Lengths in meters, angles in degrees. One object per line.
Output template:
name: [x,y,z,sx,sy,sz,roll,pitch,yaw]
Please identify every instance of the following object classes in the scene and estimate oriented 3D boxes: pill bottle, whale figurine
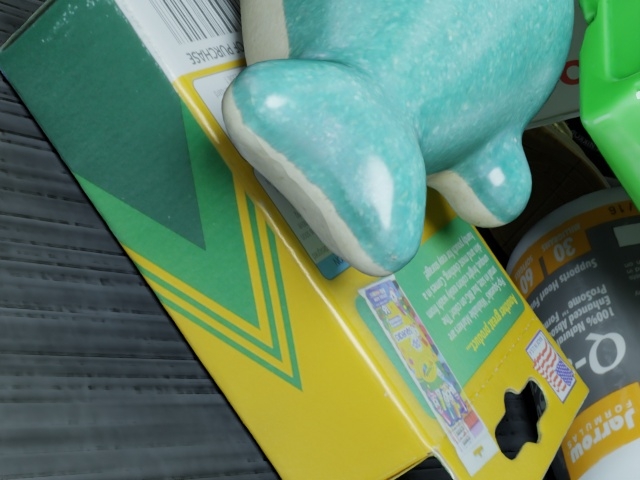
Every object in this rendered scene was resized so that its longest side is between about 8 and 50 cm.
pill bottle: [0.224,0.111,0.790,0.162,0.162,0.278,32,34,-37]
whale figurine: [0.042,-0.098,0.576,0.216,0.141,0.272,48,28,-14]

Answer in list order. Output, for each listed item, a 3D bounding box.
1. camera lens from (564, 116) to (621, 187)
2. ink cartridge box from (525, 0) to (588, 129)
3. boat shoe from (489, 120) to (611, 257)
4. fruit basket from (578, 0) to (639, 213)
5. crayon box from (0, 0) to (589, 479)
camera lens: [0.342,-0.161,1.217,0.274,0.219,0.219,-5,64,-59]
ink cartridge box: [0.063,-0.202,0.758,0.114,0.197,0.273,-75,147,-56]
boat shoe: [0.155,-0.072,0.954,0.277,0.098,0.096,49,29,-9]
fruit basket: [0.306,-0.124,0.711,0.392,0.283,0.392,22,58,-39]
crayon box: [0.000,0.000,0.645,0.323,0.083,0.203,55,27,1]
